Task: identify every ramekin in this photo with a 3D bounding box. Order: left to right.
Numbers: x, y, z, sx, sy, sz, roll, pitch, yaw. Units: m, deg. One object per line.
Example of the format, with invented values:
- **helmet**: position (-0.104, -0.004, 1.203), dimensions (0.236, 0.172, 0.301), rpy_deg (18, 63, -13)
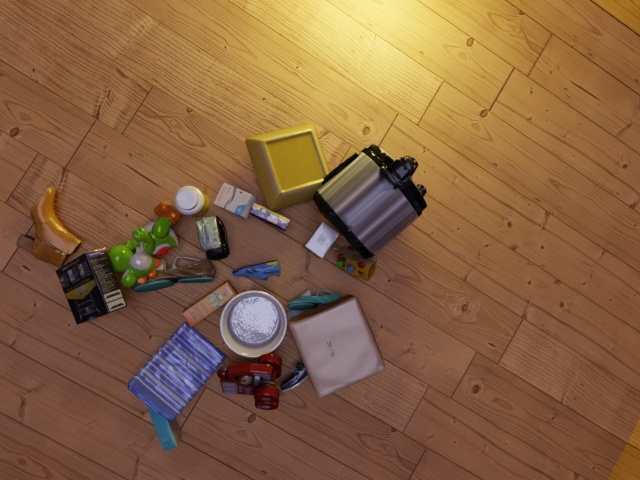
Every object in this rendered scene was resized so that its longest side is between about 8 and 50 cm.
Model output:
- **ramekin**: position (-0.283, 0.346, 1.759), dimensions (0.276, 0.135, 0.278), rpy_deg (0, 89, -7)

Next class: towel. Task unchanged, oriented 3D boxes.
- **towel**: position (-0.594, 0.543, 1.715), dimensions (0.243, 0.040, 0.336), rpy_deg (43, 64, -5)

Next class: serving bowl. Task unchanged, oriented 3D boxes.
- **serving bowl**: position (-0.124, 0.347, 1.824), dimensions (0.083, 0.027, 0.084), rpy_deg (5, 77, -24)

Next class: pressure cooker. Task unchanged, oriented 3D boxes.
- **pressure cooker**: position (0.227, -0.179, 1.684), dimensions (0.420, 0.370, 0.375), rpy_deg (-41, 127, 6)

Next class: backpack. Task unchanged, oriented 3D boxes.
- **backpack**: position (-0.456, -0.015, 1.741), dimensions (0.115, 0.152, 0.182), rpy_deg (-13, 79, -15)

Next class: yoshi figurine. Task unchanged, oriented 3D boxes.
- **yoshi figurine**: position (-0.731, 0.005, 1.661), dimensions (0.202, 0.204, 0.363), rpy_deg (19, 72, 23)

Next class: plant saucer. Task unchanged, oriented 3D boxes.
- **plant saucer**: position (-0.113, -0.330, 1.767), dimensions (0.332, 0.081, 0.333), rpy_deg (-19, 91, -21)

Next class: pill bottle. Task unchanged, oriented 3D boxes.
- **pill bottle**: position (-0.530, -0.160, 1.694), dimensions (0.117, 0.215, 0.118), rpy_deg (0, 90, -6)

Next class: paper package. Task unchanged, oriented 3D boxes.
- **paper package**: position (0.064, 0.421, 1.691), dimensions (0.309, 0.168, 0.325), rpy_deg (-22, 89, -2)

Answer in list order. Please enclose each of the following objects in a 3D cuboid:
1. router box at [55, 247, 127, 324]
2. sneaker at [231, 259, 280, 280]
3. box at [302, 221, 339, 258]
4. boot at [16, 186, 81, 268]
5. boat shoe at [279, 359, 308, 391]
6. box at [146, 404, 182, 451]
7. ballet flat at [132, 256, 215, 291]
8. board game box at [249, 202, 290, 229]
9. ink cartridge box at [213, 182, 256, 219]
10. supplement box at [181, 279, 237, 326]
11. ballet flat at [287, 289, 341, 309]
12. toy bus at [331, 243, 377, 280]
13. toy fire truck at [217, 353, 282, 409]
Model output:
- **router box**: position (-0.912, 0.187, 1.629), dimensions (0.308, 0.081, 0.243), rpy_deg (-19, 93, 37)
- **sneaker**: position (-0.279, 0.144, 1.794), dimensions (0.209, 0.069, 0.082), rpy_deg (-10, 95, -6)
- **box**: position (0.000, 0.000, 1.773), dimensions (0.091, 0.170, 0.130), rpy_deg (36, 86, -3)
- **boot**: position (-1.087, -0.050, 1.700), dimensions (0.211, 0.104, 0.295), rpy_deg (27, 92, -11)
- **boat shoe**: position (-0.076, 0.564, 1.801), dimensions (0.254, 0.095, 0.079), rpy_deg (-32, 95, -7)
- **box**: position (-0.663, 0.745, 1.733), dimensions (0.060, 0.100, 0.245), rpy_deg (-20, 92, -6)
- **ballet flat**: position (-0.621, 0.133, 1.745), dimensions (0.341, 0.116, 0.124), rpy_deg (-9, 71, -5)
- **board game box**: position (-0.217, -0.098, 1.765), dimensions (0.170, 0.141, 0.048), rpy_deg (26, 87, -5)
- **ink cartridge box**: position (-0.379, -0.175, 1.757), dimensions (0.180, 0.060, 0.104), rpy_deg (24, 87, 17)
- **supplement box**: position (-0.475, 0.269, 1.768), dimensions (0.233, 0.080, 0.078), rpy_deg (-36, 96, -7)
- **ballet flat**: position (-0.025, 0.262, 1.824), dimensions (0.246, 0.083, 0.087), rpy_deg (1, 60, -7)
- **toy bus**: position (0.147, 0.103, 1.819), dimensions (0.190, 0.202, 0.105), rpy_deg (-3, 121, -13)
- **toy fire truck**: position (-0.291, 0.577, 1.687), dimensions (0.253, 0.302, 0.170), rpy_deg (4, 54, -4)
